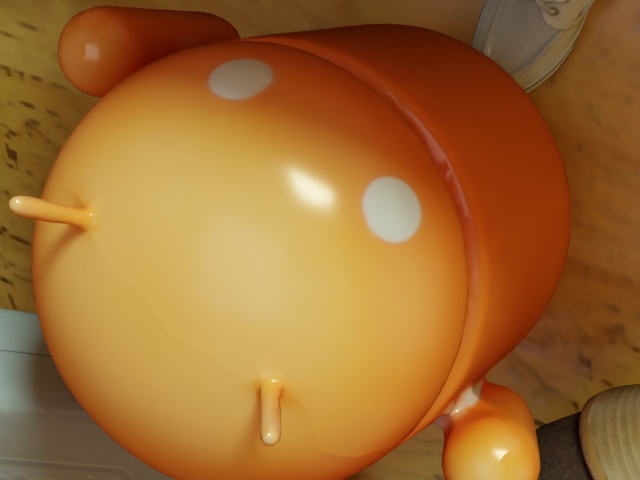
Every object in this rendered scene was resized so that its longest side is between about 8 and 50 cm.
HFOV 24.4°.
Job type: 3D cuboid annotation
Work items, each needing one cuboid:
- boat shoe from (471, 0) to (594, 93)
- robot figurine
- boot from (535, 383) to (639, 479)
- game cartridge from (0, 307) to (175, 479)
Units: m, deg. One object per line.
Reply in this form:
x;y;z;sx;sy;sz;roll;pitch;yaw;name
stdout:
0.079;-0.089;0.492;0.035;0.035;0.100;41;112;11;boat shoe
0.002;0.001;0.441;0.128;0.219;0.158;-5;97;25;robot figurine
0.130;0.174;0.505;0.207;0.090;0.248;-33;84;32;boot
-0.136;0.110;0.499;0.196;0.294;0.060;-51;49;24;game cartridge
